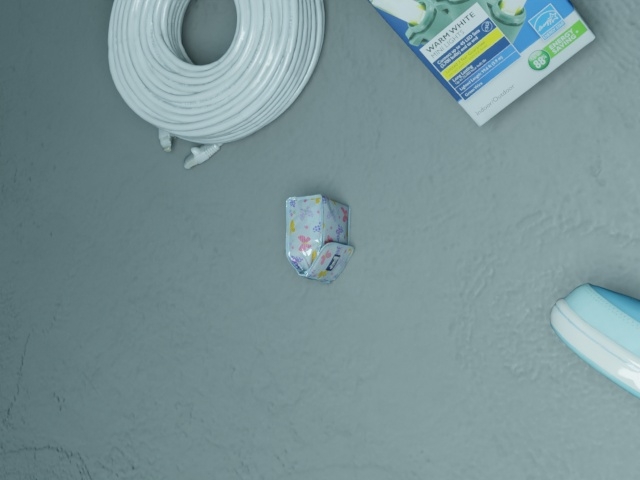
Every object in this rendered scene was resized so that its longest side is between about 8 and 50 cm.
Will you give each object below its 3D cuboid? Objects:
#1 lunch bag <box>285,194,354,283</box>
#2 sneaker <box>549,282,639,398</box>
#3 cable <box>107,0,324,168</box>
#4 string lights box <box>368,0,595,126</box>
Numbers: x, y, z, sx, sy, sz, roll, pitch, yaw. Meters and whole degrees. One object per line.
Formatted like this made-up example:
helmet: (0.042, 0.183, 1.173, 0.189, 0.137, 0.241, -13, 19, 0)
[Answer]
lunch bag: (0.000, 0.000, 0.984, 0.053, 0.071, 0.083, -2, 80, 27)
sneaker: (0.355, 0.059, 0.731, 0.319, 0.127, 0.208, 27, 99, 22)
cable: (-0.123, -0.237, 1.066, 0.257, 0.089, 0.257, -24, 79, 24)
string lights box: (0.110, -0.244, 0.854, 0.133, 0.260, 0.077, -38, 22, 21)
